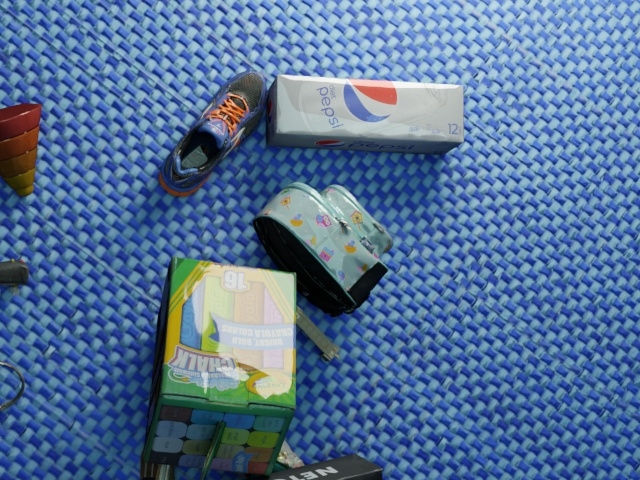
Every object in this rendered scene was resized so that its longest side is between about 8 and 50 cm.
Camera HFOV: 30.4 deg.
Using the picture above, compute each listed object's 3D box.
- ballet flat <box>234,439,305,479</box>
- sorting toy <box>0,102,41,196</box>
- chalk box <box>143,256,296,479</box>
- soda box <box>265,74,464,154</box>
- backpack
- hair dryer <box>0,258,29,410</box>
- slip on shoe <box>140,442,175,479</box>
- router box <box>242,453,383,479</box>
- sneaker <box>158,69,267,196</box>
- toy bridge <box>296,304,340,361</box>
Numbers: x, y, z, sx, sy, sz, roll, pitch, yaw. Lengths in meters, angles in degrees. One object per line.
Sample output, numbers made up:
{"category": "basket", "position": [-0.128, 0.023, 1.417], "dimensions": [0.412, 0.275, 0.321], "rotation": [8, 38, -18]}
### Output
{"category": "ballet flat", "position": [-0.092, 0.299, 1.671], "dimensions": [0.241, 0.091, 0.077], "rotation": [31, 45, -11]}
{"category": "sorting toy", "position": [-0.514, -0.070, 1.578], "dimensions": [0.365, 0.127, 0.126], "rotation": [-32, 116, -39]}
{"category": "chalk box", "position": [-0.132, 0.195, 1.562], "dimensions": [0.179, 0.180, 0.289], "rotation": [8, 51, -11]}
{"category": "soda box", "position": [0.066, -0.186, 1.753], "dimensions": [0.286, 0.098, 0.091], "rotation": [2, 82, -11]}
{"category": "backpack", "position": [0.000, 0.000, 1.680], "dimensions": [0.188, 0.166, 0.144], "rotation": [40, 76, -8]}
{"category": "hair dryer", "position": [-0.510, 0.115, 1.546], "dimensions": [0.293, 0.080, 0.224], "rotation": [10, 78, -39]}
{"category": "slip on shoe", "position": [-0.225, 0.328, 1.658], "dimensions": [0.041, 0.051, 0.135], "rotation": [25, 65, -48]}
{"category": "router box", "position": [-0.059, 0.442, 1.586], "dimensions": [0.309, 0.081, 0.243], "rotation": [-7, 101, -28]}
{"category": "sneaker", "position": [-0.147, -0.157, 1.710], "dimensions": [0.083, 0.087, 0.221], "rotation": [35, 78, -6]}
{"category": "toy bridge", "position": [-0.042, 0.109, 1.710], "dimensions": [0.188, 0.063, 0.026], "rotation": [41, 77, -3]}
